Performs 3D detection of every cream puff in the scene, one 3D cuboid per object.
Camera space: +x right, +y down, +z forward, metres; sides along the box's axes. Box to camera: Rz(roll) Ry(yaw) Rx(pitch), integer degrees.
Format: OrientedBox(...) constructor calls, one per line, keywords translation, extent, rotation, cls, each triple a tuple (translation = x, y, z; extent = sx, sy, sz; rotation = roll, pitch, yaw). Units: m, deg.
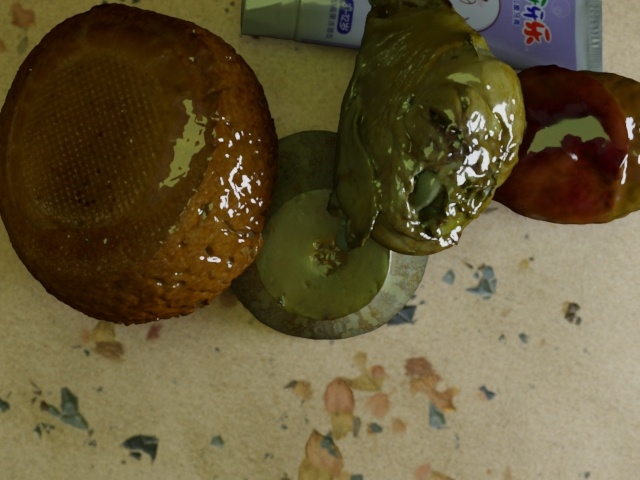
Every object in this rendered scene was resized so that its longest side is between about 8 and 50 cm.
OrientedBox(translation=(-0.169, -0.066, 1.877), extent=(0.303, 0.212, 0.303), rotation=(-4, 78, 22), cls="cream puff")

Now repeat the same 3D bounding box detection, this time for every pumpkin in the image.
OrientedBox(translation=(0.005, -0.007, 1.929), extent=(0.217, 0.110, 0.217), rotation=(0, 86, -2), cls="pumpkin")

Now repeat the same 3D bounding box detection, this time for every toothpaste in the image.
OrientedBox(translation=(0.105, -0.235, 1.990), extent=(0.371, 0.080, 0.125), rotation=(4, 75, -6), cls="toothpaste")

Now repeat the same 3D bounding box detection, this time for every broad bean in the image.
OrientedBox(translation=(0.247, -0.094, 1.932), extent=(0.228, 0.122, 0.156), rotation=(5, 78, 4), cls="broad bean")

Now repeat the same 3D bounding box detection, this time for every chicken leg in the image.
OrientedBox(translation=(0.079, -0.192, 1.867), extent=(0.201, 0.153, 0.429), rotation=(-19, 70, 27), cls="chicken leg")
